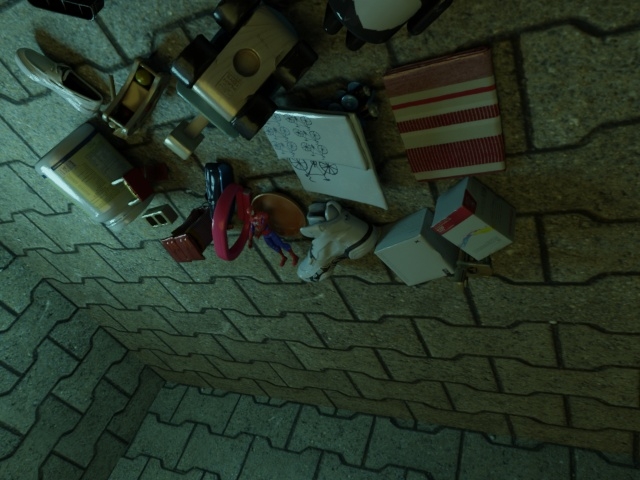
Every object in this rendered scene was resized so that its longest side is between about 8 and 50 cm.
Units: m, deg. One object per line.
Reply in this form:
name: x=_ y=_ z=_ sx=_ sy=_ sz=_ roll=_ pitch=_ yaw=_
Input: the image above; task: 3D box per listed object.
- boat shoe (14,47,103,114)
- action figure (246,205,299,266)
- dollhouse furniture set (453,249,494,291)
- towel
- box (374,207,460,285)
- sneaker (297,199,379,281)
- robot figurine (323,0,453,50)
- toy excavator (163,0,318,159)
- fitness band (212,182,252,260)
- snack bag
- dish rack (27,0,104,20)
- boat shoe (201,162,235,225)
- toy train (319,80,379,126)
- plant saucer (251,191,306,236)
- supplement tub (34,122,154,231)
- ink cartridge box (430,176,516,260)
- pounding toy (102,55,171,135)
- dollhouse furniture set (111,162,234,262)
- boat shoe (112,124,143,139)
boat shoe: x=-0.781 y=-0.496 z=1.368 sx=0.258 sy=0.095 sz=0.084 roll=35 pitch=138 yaw=-30
action figure: x=-0.185 y=0.010 z=1.545 sx=0.091 sy=0.139 sz=0.280 roll=-7 pitch=130 yaw=32
dollhouse furniture set: x=0.460 y=0.109 z=1.339 sx=0.101 sy=0.182 sz=0.161 roll=5 pitch=138 yaw=23
towel: x=0.305 y=-0.283 z=1.084 sx=0.237 sy=0.037 sz=0.329 roll=-3 pitch=136 yaw=28
box: x=0.297 y=0.024 z=1.377 sx=0.181 sy=0.119 sz=0.182 roll=43 pitch=138 yaw=-22
sneaker: x=0.000 y=0.000 z=1.491 sx=0.210 sy=0.137 sz=0.366 roll=39 pitch=135 yaw=-21
robot figurine: x=0.120 y=-0.481 z=0.831 sx=0.278 sy=0.209 sz=0.173 roll=-30 pitch=82 yaw=46
toy excavator: x=-0.240 y=-0.367 z=1.136 sx=0.222 sy=0.445 sz=0.433 roll=40 pitch=95 yaw=-18
fitness band: x=-0.291 y=-0.058 z=1.515 sx=0.054 sy=0.209 sz=0.291 roll=16 pitch=142 yaw=8
snack bag: x=0.006 y=-0.219 z=1.224 sx=0.323 sy=0.037 sz=0.342 roll=16 pitch=152 yaw=35
dish rack: x=-0.641 y=-0.687 z=1.073 sx=0.208 sy=0.074 sz=0.271 roll=16 pitch=141 yaw=8
boat shoe: x=-0.345 y=-0.156 z=1.537 sx=0.089 sy=0.109 sz=0.258 roll=21 pitch=126 yaw=15
toy train: x=0.067 y=-0.319 z=1.131 sx=0.184 sy=0.080 sz=0.105 roll=-18 pitch=130 yaw=45
plant saucer: x=-0.138 y=-0.094 z=1.533 sx=0.200 sy=0.037 sz=0.200 roll=15 pitch=142 yaw=13
supplement tub: x=-0.768 y=-0.212 z=1.563 sx=0.235 sy=0.235 sz=0.325 roll=-13 pitch=129 yaw=38
ink cartridge box: x=0.413 y=-0.057 z=1.213 sx=0.176 sy=0.128 sz=0.127 roll=33 pitch=141 yaw=-11
pounding toy: x=-0.550 y=-0.402 z=1.255 sx=0.155 sy=0.154 sz=0.269 roll=36 pitch=123 yaw=-14
dollhouse furniture set: x=-0.500 y=-0.121 z=1.572 sx=0.152 sy=0.201 sz=0.374 roll=-8 pitch=125 yaw=35
boat shoe: x=-0.594 y=-0.369 z=1.437 sx=0.170 sy=0.063 sz=0.059 roll=-15 pitch=142 yaw=37
